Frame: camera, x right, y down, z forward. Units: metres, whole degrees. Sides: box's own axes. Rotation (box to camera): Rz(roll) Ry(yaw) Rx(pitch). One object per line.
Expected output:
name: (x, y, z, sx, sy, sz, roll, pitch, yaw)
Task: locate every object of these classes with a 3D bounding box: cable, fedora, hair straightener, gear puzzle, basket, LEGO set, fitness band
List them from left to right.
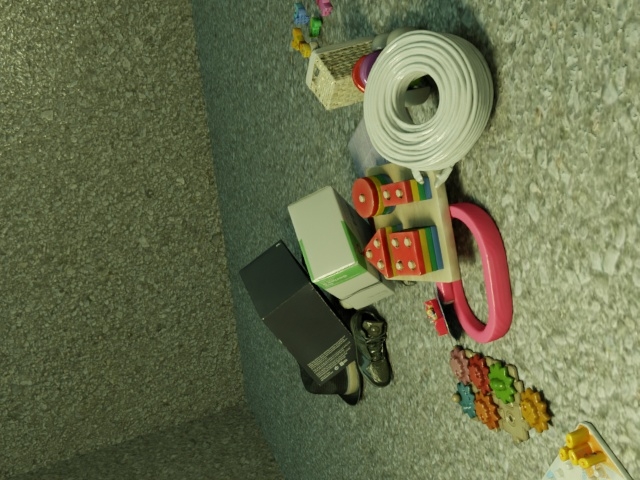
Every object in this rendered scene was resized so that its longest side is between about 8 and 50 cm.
LEGO set: (-0.026, -0.547, 1.894, 0.227, 0.087, 0.093, 100, 151, -52)
fedora: (0.013, 0.424, 2.375, 0.334, 0.153, 0.333, 166, 90, -72)
basket: (0.066, -0.380, 1.626, 0.103, 0.167, 0.113, 62, 157, 24)
hair straightener: (0.181, 0.022, 1.793, 0.230, 0.047, 0.089, 61, 180, 25)
cable: (0.189, -0.257, 1.308, 0.257, 0.089, 0.257, 54, 125, 24)
fitness band: (0.301, 0.066, 1.435, 0.209, 0.054, 0.290, -163, 60, -69)
gear puzzle: (0.359, 0.330, 1.465, 0.339, 0.044, 0.175, -172, 70, -70)

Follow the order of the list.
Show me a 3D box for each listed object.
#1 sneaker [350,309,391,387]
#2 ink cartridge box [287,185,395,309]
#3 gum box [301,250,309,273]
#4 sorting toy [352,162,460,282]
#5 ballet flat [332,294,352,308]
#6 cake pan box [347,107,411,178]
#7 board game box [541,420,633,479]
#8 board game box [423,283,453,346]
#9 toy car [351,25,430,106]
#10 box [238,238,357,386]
sneaker: (0.147, 0.299, 1.997, 0.130, 0.087, 0.227, 112, 146, -70)
ink cartridge box: (0.057, 0.027, 1.711, 0.289, 0.122, 0.211, 39, -151, -60)
gum box: (0.000, 0.000, 2.177, 0.062, 0.107, 0.188, -127, 29, -49)
sorting toy: (0.162, -0.035, 1.497, 0.255, 0.089, 0.257, -3, 99, 64)
ballet flat: (0.080, 0.169, 2.129, 0.203, 0.074, 0.074, 171, 86, -78)
cake pan box: (0.157, -0.185, 1.653, 0.245, 0.070, 0.266, 120, 133, -61)
board game box: (0.497, 0.577, 1.236, 0.389, 0.050, 0.390, 97, 153, -46)
board game box: (0.255, 0.171, 1.567, 0.168, 0.033, 0.133, 52, -159, -72)
toy car: (0.138, -0.352, 1.474, 0.182, 0.136, 0.159, -158, 57, -68)
box: (-0.065, 0.214, 2.176, 0.312, 0.179, 0.343, 54, 178, -27)
